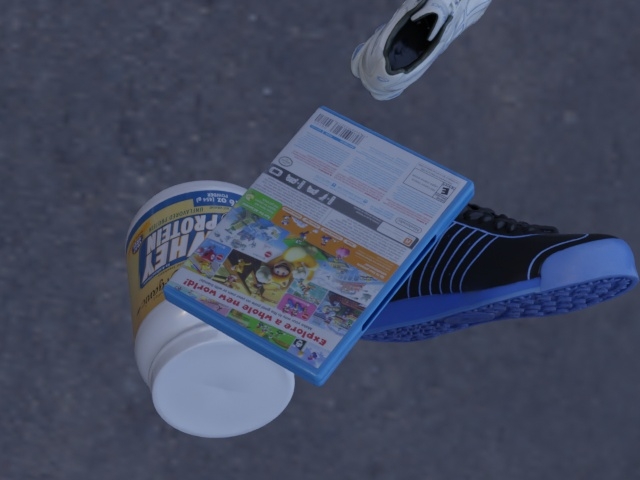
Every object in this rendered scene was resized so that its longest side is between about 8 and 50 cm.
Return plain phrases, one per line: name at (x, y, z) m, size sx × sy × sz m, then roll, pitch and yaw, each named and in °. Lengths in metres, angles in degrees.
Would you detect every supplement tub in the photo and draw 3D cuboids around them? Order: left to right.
supplement tub at (-0.095, 0.059, 1.751) m, size 0.199 × 0.144 × 0.144 m, roll -102°, pitch 165°, yaw -47°

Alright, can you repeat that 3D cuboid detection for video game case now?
video game case at (0.000, 0.000, 1.220) m, size 0.166 × 0.119 × 0.015 m, roll -50°, pitch 154°, yaw -25°

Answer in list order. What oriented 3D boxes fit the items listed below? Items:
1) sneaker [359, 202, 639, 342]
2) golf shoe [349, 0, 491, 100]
sneaker at (0.110, 0.010, 1.360) m, size 0.081 × 0.232 × 0.090 m, roll 11°, pitch 71°, yaw -49°
golf shoe at (0.099, -0.188, 1.613) m, size 0.069 × 0.086 × 0.176 m, roll 37°, pitch 84°, yaw -9°
